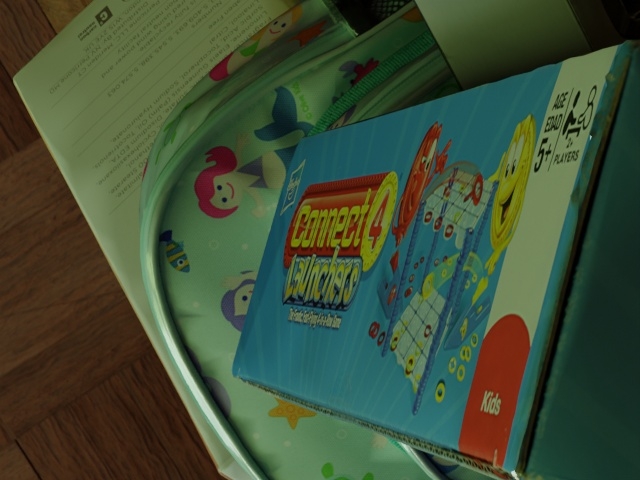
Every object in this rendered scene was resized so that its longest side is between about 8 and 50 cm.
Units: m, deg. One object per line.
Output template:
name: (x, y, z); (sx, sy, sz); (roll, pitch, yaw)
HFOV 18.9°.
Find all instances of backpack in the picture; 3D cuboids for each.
backpack: (0.058, -0.002, 0.756); (0.225, 0.253, 0.191); (60, -175, -16)

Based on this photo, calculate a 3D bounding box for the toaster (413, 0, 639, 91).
toaster: (0.095, -0.135, 0.554); (0.186, 0.168, 0.110); (61, 165, -18)

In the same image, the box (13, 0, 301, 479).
box: (0.000, 0.000, 1.090); (0.215, 0.168, 0.345); (40, -168, -45)

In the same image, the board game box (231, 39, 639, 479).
board game box: (0.155, 0.044, 0.520); (0.308, 0.086, 0.302); (16, 176, -12)
